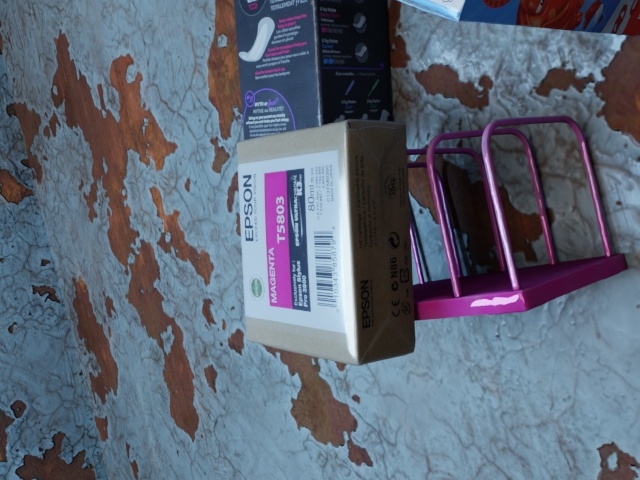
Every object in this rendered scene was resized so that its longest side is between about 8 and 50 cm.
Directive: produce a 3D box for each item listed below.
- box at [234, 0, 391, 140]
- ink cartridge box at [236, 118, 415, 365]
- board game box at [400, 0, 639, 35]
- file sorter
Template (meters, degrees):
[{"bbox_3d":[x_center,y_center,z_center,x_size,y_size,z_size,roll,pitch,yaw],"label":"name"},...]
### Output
[{"bbox_3d":[-0.011,-0.253,0.905,0.165,0.143,0.270,7,104,45],"label":"box"},{"bbox_3d":[0.000,0.000,0.704,0.193,0.088,0.234,-1,94,49],"label":"ink cartridge box"},{"bbox_3d":[0.216,-0.325,0.513,0.086,0.302,0.308,39,127,35],"label":"board game box"},{"bbox_3d":[0.143,-0.017,0.752,0.291,0.202,0.182,-14,88,49],"label":"file sorter"}]
